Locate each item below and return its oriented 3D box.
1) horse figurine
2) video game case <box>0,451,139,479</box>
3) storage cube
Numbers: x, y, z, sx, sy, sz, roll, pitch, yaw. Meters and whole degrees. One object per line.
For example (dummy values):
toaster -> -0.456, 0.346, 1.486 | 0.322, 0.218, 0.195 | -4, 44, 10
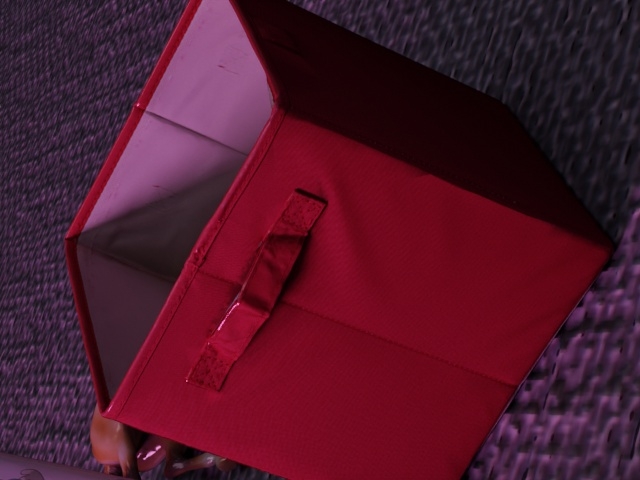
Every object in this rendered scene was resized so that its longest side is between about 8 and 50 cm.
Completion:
horse figurine -> -0.094, 0.094, 1.181 | 0.174, 0.066, 0.263 | 11, 78, 60
video game case -> -0.147, 0.280, 0.894 | 0.036, 0.300, 0.329 | 72, -150, -69
storage cube -> 0.000, 0.000, 0.903 | 0.183, 0.193, 0.215 | -60, 24, 18
